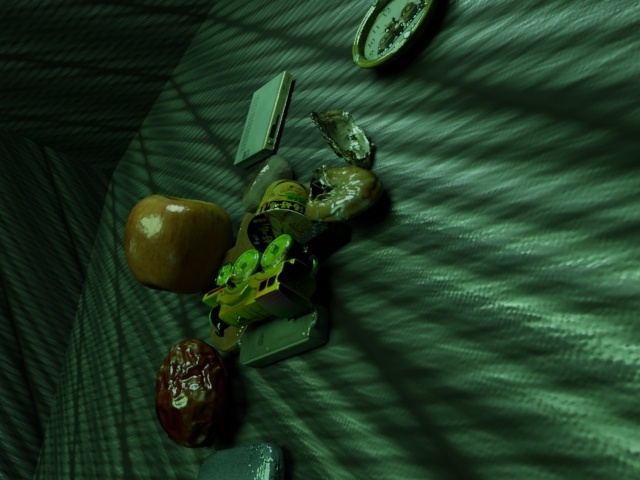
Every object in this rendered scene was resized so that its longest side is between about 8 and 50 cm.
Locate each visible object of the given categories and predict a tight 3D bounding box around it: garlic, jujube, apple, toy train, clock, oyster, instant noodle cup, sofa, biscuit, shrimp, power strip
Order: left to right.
[{"bbox_3d":[-0.389,0.016,1.309,0.299,0.298,0.275,14,91,57],"label":"apple"},{"bbox_3d":[-0.280,0.332,1.056,0.174,0.174,0.250,-55,36,17],"label":"jujube"},{"bbox_3d":[-0.173,0.095,1.158,0.275,0.052,0.355,-5,68,52],"label":"biscuit"},{"bbox_3d":[-0.127,0.097,0.952,0.296,0.100,0.161,-27,39,40],"label":"toy train"},{"bbox_3d":[-0.122,-0.155,1.193,0.101,0.087,0.196,-21,35,41],"label":"garlic"},{"bbox_3d":[-0.077,0.193,0.956,0.272,0.052,0.078,-30,46,42],"label":"power strip"},{"bbox_3d":[-0.075,-0.052,1.030,0.151,0.151,0.122,-37,35,38],"label":"instant noodle cup"},{"bbox_3d":[0.000,0.000,0.958,0.118,0.060,0.039,-36,35,40],"label":"sofa"},{"bbox_3d":[0.019,-0.096,0.955,0.152,0.063,0.287,-38,27,-9],"label":"shrimp"},{"bbox_3d":[0.049,-0.212,0.991,0.177,0.105,0.056,46,132,19],"label":"oyster"},{"bbox_3d":[0.165,-0.461,1.017,0.237,0.057,0.237,-32,45,39],"label":"clock"}]

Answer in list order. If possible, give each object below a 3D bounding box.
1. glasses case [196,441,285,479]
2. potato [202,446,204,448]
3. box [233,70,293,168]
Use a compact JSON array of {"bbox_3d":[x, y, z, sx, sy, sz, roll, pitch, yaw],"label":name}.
[{"bbox_3d":[-0.158,0.448,0.897,0.282,0.067,0.109,-35,41,42],"label":"glasses case"},{"bbox_3d":[-0.276,0.438,1.098,0.051,0.040,0.083,-56,35,7],"label":"potato"},{"bbox_3d":[-0.175,-0.362,1.460,0.210,0.045,0.271,-14,59,52],"label":"box"}]
